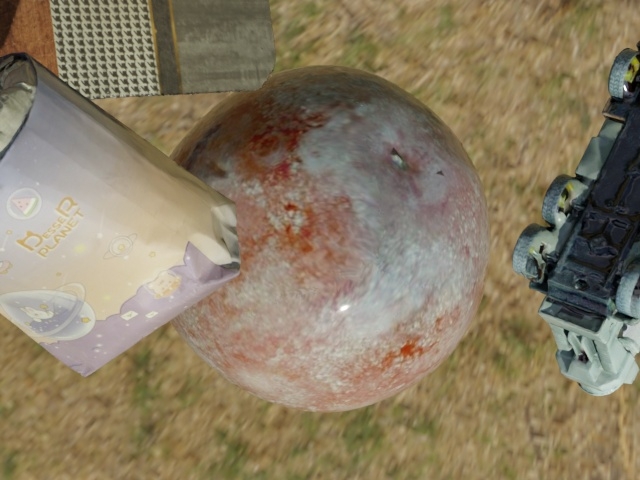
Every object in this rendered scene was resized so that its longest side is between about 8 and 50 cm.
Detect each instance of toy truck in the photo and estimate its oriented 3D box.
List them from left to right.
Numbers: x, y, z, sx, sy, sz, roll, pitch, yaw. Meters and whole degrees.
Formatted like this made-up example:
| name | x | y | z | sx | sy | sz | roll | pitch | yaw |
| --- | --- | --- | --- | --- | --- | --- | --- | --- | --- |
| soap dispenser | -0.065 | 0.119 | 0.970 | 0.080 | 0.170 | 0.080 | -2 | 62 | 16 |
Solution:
| name | x | y | z | sx | sy | sz | roll | pitch | yaw |
| --- | --- | --- | --- | --- | --- | --- | --- | --- | --- |
| toy truck | 0.244 | -0.016 | 1.405 | 0.108 | 0.140 | 0.256 | 20 | 75 | 31 |

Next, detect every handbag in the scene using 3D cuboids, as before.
| name | x | y | z | sx | sy | sz | roll | pitch | yaw |
| --- | --- | --- | --- | --- | --- | --- | --- | --- | --- |
| handbag | -0.134 | -0.013 | 0.881 | 0.117 | 0.095 | 0.173 | -35 | 128 | 22 |

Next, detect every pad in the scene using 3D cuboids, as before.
| name | x | y | z | sx | sy | sz | roll | pitch | yaw |
| --- | --- | --- | --- | --- | --- | --- | --- | --- | --- |
| pad | -0.115 | -0.253 | 1.172 | 0.055 | 0.250 | 0.323 | 19 | 109 | 41 |

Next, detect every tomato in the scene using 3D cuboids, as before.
| name | x | y | z | sx | sy | sz | roll | pitch | yaw |
| --- | --- | --- | --- | --- | --- | --- | --- | --- | --- |
| tomato | 0.000 | 0.000 | 1.677 | 0.317 | 0.316 | 0.282 | 44 | 139 | -3 |
